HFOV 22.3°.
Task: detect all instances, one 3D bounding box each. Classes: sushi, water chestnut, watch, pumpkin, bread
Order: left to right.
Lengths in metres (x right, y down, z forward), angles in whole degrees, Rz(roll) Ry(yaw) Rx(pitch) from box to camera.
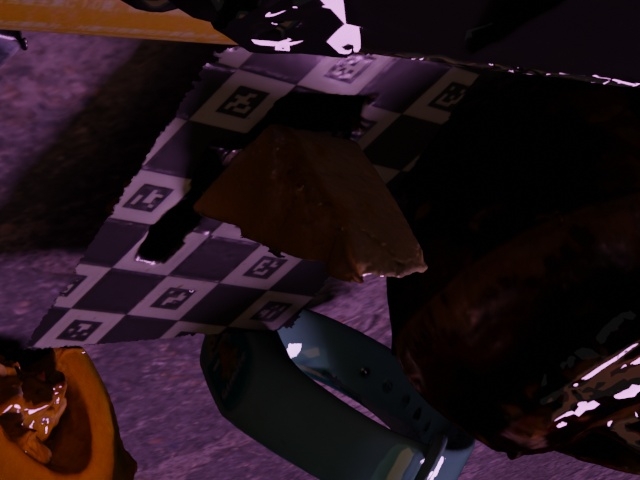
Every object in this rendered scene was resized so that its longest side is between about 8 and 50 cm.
[{"bbox_3d":[-0.234,0.143,1.053,0.111,0.163,0.278,-27,155,16],"label":"pumpkin"},{"bbox_3d":[-0.048,-0.034,0.949,0.193,0.043,0.279,-2,146,-33],"label":"sushi"},{"bbox_3d":[0.000,0.000,0.888,0.084,0.109,0.080,2,140,-45],"label":"bread"},{"bbox_3d":[0.014,0.115,1.134,0.195,0.237,0.068,24,99,-19],"label":"watch"},{"bbox_3d":[0.190,0.044,1.031,0.300,0.300,0.300,-17,158,-7],"label":"water chestnut"}]

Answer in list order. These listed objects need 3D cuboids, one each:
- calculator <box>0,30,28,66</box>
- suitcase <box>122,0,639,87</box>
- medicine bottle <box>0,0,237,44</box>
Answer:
[{"bbox_3d":[-0.275,-0.046,0.769,0.262,0.021,0.161,-33,155,31],"label":"calculator"},{"bbox_3d":[0.161,-0.174,0.559,0.434,0.194,0.283,5,150,-24],"label":"suitcase"},{"bbox_3d":[-0.012,-0.124,0.691,0.426,0.108,0.108,-2,152,-35],"label":"medicine bottle"}]
